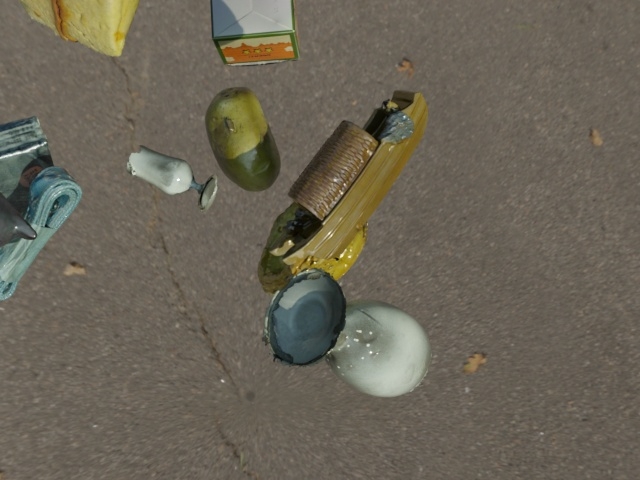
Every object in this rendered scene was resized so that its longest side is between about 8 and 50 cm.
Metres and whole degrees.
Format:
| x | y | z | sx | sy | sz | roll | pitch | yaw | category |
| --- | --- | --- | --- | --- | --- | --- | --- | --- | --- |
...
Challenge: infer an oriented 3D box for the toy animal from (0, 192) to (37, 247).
| x | y | z | sx | sy | sz | roll | pitch | yaw | category |
| --- | --- | --- | --- | --- | --- | --- | --- | --- | --- |
| -0.333 | -0.004 | 0.580 | 0.210 | 0.121 | 0.117 | 17 | 92 | 41 | toy animal |

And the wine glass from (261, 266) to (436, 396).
| x | y | z | sx | sy | sz | roll | pitch | yaw | category |
| --- | --- | --- | --- | --- | --- | --- | --- | --- | --- |
| 0.064 | 0.185 | 1.273 | 0.190 | 0.357 | 0.190 | -13 | 65 | 31 | wine glass |

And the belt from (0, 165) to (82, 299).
| x | y | z | sx | sy | sz | roll | pitch | yaw | category |
| --- | --- | --- | --- | --- | --- | --- | --- | --- | --- |
| -0.576 | -0.010 | 1.312 | 0.072 | 0.087 | 0.302 | 41 | 97 | 24 | belt |

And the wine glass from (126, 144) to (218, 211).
| x | y | z | sx | sy | sz | roll | pitch | yaw | category |
| --- | --- | --- | --- | --- | --- | --- | --- | --- | --- |
| -0.139 | -0.059 | 0.635 | 0.083 | 0.042 | 0.039 | 22 | 81 | 8 | wine glass |

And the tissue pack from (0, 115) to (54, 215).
| x | y | z | sx | sy | sz | roll | pitch | yaw | category |
| --- | --- | --- | --- | --- | --- | --- | --- | --- | --- |
| -0.697 | -0.113 | 1.365 | 0.316 | 0.228 | 0.103 | -21 | 64 | -21 | tissue pack |

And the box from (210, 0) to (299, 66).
| x | y | z | sx | sy | sz | roll | pitch | yaw | category |
| --- | --- | --- | --- | --- | --- | --- | --- | --- | --- |
| -0.141 | -0.504 | 1.479 | 0.178 | 0.148 | 0.194 | -5 | 80 | 2 | box |

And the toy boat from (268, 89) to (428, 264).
| x | y | z | sx | sy | sz | roll | pitch | yaw | category |
| --- | --- | --- | --- | --- | --- | --- | --- | --- | --- |
| 0.037 | -0.093 | 0.969 | 0.115 | 0.089 | 0.310 | 35 | 92 | -32 | toy boat |

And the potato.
| x | y | z | sx | sy | sz | roll | pitch | yaw | category |
| --- | --- | --- | --- | --- | --- | --- | --- | --- | --- |
| -0.180 | -0.230 | 1.559 | 0.149 | 0.197 | 0.228 | -27 | 119 | -17 | potato |

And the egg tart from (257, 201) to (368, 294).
| x | y | z | sx | sy | sz | roll | pitch | yaw | category |
| --- | --- | --- | --- | --- | --- | --- | --- | --- | --- |
| 0.000 | 0.000 | 1.360 | 0.123 | 0.294 | 0.294 | 37 | 74 | -24 | egg tart |

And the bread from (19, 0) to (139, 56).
| x | y | z | sx | sy | sz | roll | pitch | yaw | category |
| --- | --- | --- | --- | --- | --- | --- | --- | --- | --- |
| -0.394 | -0.428 | 1.117 | 0.240 | 0.178 | 0.135 | 31 | 51 | 13 | bread |
